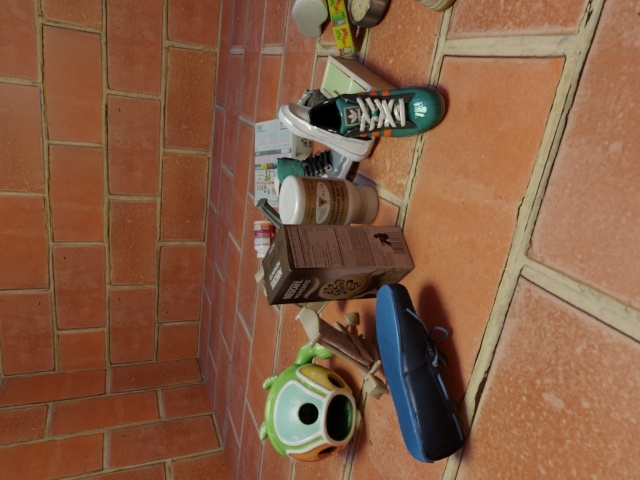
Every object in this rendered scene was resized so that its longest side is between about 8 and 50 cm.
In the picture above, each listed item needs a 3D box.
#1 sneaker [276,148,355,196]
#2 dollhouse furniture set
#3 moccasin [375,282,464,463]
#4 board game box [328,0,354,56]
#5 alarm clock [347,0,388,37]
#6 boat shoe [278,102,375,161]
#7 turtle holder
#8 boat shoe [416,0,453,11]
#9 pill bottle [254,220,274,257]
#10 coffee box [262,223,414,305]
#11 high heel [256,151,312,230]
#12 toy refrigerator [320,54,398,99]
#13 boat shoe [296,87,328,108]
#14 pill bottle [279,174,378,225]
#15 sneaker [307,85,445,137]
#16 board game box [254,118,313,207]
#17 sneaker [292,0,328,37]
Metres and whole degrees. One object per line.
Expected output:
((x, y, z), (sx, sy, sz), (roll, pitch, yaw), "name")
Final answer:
((-0.034, -0.204, 1.274), (0.295, 0.179, 0.123), (-50, 34, 39), "sneaker")
((0.030, 0.161, 1.092), (0.173, 0.303, 0.355), (-52, 26, 5), "dollhouse furniture set")
((0.196, 0.253, 0.902), (0.138, 0.117, 0.341), (133, 128, -73), "moccasin")
((0.053, -0.600, 1.213), (0.092, 0.043, 0.181), (63, -162, -60), "board game box")
((0.128, -0.608, 1.097), (0.192, 0.064, 0.129), (131, 133, -60), "alarm clock")
((0.020, -0.297, 1.142), (0.084, 0.258, 0.095), (119, 172, -55), "boat shoe")
((-0.006, 0.449, 1.250), (0.228, 0.243, 0.320), (-17, 34, 50), "turtle holder")
((0.191, -0.623, 0.901), (0.121, 0.110, 0.340), (135, 130, -57), "boat shoe")
((-0.234, -0.004, 1.870), (0.086, 0.086, 0.151), (171, 98, -65), "pill bottle")
((0.034, 0.056, 1.024), (0.168, 0.298, 0.118), (123, 140, -51), "coffee box")
((-0.072, -0.142, 1.450), (0.093, 0.186, 0.261), (17, 65, 51), "high heel")
((0.089, -0.383, 1.148), (0.269, 0.094, 0.102), (-121, 39, -47), "toy refrigerator")
((-0.022, -0.400, 1.342), (0.320, 0.103, 0.118), (-116, 44, -62), "boat shoe")
((0.022, -0.093, 1.132), (0.131, 0.230, 0.131), (180, 90, -66), "pill bottle")
((0.107, -0.266, 0.960), (0.302, 0.121, 0.108), (6, 111, 38), "sneaker")
((-0.132, -0.264, 1.569), (0.224, 0.098, 0.303), (8, 98, 49), "board game box")
((-0.025, -0.726, 1.328), (0.282, 0.102, 0.160), (-123, 43, -79), "sneaker")
